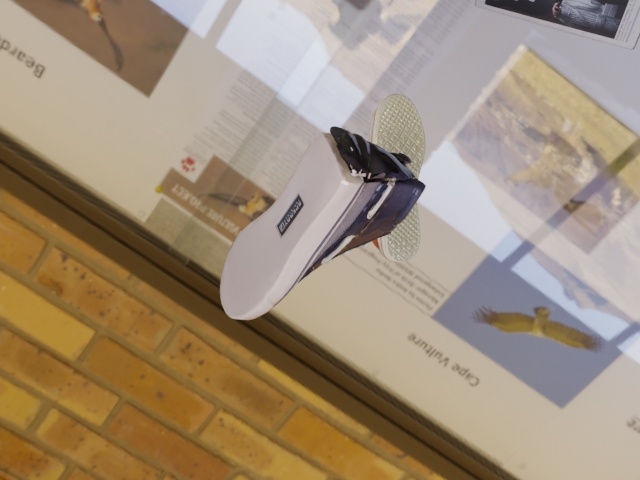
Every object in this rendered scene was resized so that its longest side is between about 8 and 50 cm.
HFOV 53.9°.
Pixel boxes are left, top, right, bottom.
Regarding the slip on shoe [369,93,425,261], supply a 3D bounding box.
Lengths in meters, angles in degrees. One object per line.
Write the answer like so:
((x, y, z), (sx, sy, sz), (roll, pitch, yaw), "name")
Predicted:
((0.139, -0.123, 1.259), (0.123, 0.331, 0.101), (-9, -164, -23), "slip on shoe")

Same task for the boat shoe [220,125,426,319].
((0.000, 0.000, 0.866), (0.158, 0.340, 0.127), (7, -130, -38), "boat shoe")

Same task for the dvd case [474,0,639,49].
((0.341, -0.377, 0.861), (0.239, 0.179, 0.029), (23, -128, 20), "dvd case")
